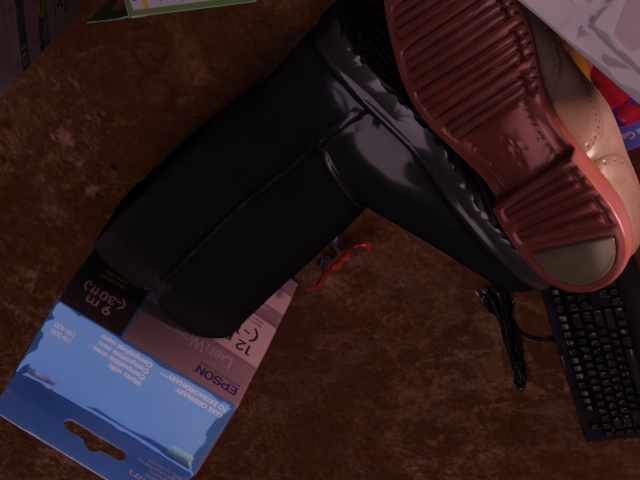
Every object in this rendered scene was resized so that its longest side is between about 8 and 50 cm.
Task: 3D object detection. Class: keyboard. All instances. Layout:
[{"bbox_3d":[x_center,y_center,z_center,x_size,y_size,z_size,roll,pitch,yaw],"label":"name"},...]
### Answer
[{"bbox_3d":[0.307,0.127,1.641,0.201,0.033,0.317,-6,123,25],"label":"keyboard"}]

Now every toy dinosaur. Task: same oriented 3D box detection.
[{"bbox_3d":[0.029,0.025,1.647,0.047,0.090,0.082,24,165,-18],"label":"toy dinosaur"}]

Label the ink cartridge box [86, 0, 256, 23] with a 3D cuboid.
[{"bbox_3d":[-0.150,-0.294,1.433,0.209,0.109,0.062,-3,125,24],"label":"ink cartridge box"}]

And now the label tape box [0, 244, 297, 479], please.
[{"bbox_3d":[-0.202,0.125,1.624,0.249,0.348,0.115,32,130,-5],"label":"label tape box"}]

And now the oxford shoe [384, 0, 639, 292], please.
[{"bbox_3d":[0.191,-0.144,1.306,0.140,0.146,0.397,-24,95,37],"label":"oxford shoe"}]

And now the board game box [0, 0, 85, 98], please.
[{"bbox_3d":[-0.335,-0.298,1.372,0.097,0.303,0.224,13,129,11],"label":"board game box"}]

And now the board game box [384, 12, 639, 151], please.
[{"bbox_3d":[0.225,-0.182,1.396,0.347,0.078,0.233,-22,116,33],"label":"board game box"}]

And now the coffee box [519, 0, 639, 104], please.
[{"bbox_3d":[0.307,-0.299,1.049,0.338,0.334,0.338,37,109,-11],"label":"coffee box"}]

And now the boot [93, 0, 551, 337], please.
[{"bbox_3d":[-0.001,-0.002,1.470,0.445,0.146,0.367,-38,93,35],"label":"boot"}]
